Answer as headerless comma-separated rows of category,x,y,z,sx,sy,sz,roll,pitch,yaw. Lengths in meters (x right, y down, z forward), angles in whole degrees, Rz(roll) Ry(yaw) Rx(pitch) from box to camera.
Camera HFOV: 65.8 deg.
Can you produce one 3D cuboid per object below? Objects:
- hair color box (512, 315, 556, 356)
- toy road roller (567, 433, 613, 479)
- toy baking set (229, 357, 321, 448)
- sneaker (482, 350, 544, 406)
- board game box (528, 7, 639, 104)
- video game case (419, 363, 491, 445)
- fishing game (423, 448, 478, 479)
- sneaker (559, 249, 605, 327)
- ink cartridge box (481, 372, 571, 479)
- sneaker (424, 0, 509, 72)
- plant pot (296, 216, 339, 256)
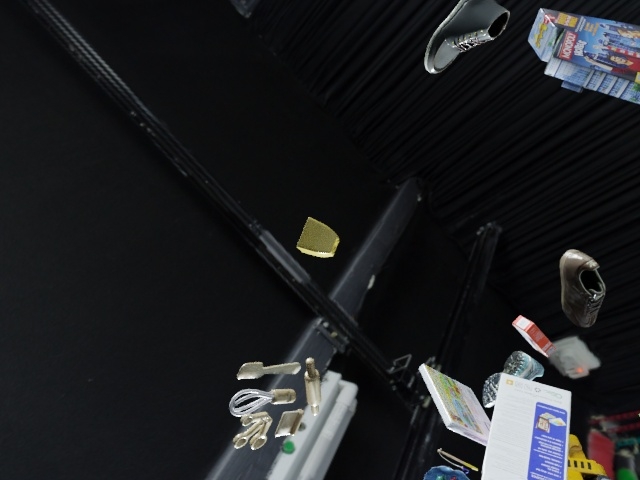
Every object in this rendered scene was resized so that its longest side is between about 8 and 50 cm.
hair color box,0.862,0.386,1.996,0.167,0.053,0.093,43,180,-17
toy road roller,0.708,0.720,1.500,0.329,0.203,0.241,13,-143,-12
toy baking set,-0.079,0.309,0.940,0.196,0.256,0.030,-22,-141,-30
sneaker,0.706,0.536,1.816,0.122,0.283,0.110,25,-145,-6
board game box,0.416,-0.289,0.769,0.194,0.060,0.194,25,-128,16
video game case,0.392,0.466,1.392,0.206,0.026,0.227,31,-161,-22
fishing game,0.424,0.839,1.627,0.189,0.264,0.041,23,-165,26
sneaker,0.522,0.109,0.975,0.188,0.066,0.071,63,173,-25
ink cartridge box,0.499,0.491,1.195,0.371,0.175,0.069,-49,-36,-50
sneaker,0.352,-0.494,1.217,0.083,0.222,0.118,0,-135,-40
plant pot,0.000,0.000,1.232,0.083,0.081,0.081,20,-97,13
